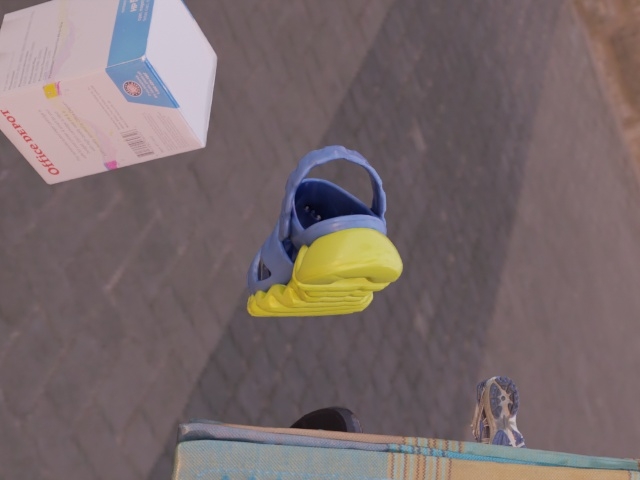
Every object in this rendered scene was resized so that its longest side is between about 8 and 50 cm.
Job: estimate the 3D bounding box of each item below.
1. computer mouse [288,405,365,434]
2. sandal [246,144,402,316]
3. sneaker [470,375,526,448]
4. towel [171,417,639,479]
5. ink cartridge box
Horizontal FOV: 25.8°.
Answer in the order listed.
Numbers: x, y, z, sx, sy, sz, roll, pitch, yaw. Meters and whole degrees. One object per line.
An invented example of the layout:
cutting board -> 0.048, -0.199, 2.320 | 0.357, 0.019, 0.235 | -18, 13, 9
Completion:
computer mouse -> -0.042, 0.273, 1.338 | 0.072, 0.272, 0.188 | 36, 14, -32
sandal -> 0.000, 0.000, 1.399 | 0.317, 0.126, 0.138 | 142, -56, -67
sneaker -> 0.203, 0.223, 1.619 | 0.052, 0.058, 0.135 | 2, 88, -24
towel -> 0.080, 0.253, 0.830 | 0.040, 0.370, 0.271 | -164, -99, -75
ink cartridge box -> -0.157, -0.109, 0.957 | 0.092, 0.143, 0.090 | 58, 28, -46
